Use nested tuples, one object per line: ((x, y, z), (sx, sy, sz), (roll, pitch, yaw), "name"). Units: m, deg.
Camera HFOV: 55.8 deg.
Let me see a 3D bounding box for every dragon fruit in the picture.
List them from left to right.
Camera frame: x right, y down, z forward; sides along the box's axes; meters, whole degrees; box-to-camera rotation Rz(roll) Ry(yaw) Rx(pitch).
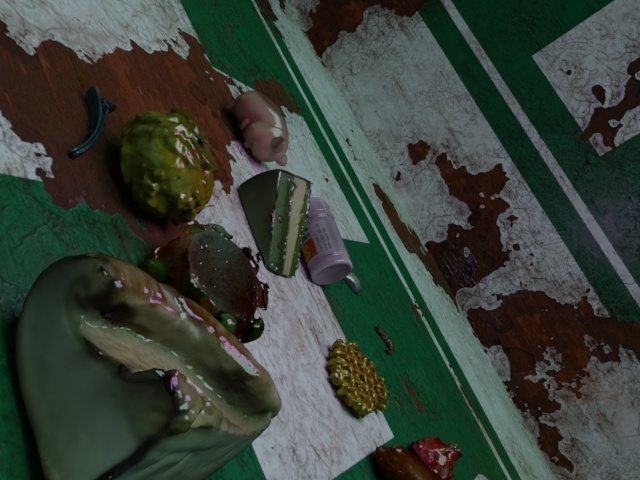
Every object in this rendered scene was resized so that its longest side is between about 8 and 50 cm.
((-0.218, 0.091, 1.201), (0.268, 0.130, 0.295), (45, 23, -30), "dragon fruit")
((0.337, 0.603, 1.712), (0.153, 0.110, 0.153), (53, -8, 11), "dragon fruit")

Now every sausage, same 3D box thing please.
((0.251, 0.622, 1.555), (0.330, 0.102, 0.102), (46, 23, -30), "sausage")

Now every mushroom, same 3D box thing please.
((-0.238, 0.212, 0.922), (0.314, 0.224, 0.397), (51, 8, 27), "mushroom")

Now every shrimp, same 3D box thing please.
((0.217, 0.336, 2.019), (0.114, 0.023, 0.083), (54, 22, -20), "shrimp")

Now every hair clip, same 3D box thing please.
((-0.468, -0.234, 1.242), (0.070, 0.039, 0.230), (44, 25, -36), "hair clip")

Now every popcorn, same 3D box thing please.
((-0.308, -0.170, 1.293), (0.233, 0.192, 0.266), (47, 38, -42), "popcorn")

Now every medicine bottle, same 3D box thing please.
((0.000, 0.000, 1.850), (0.133, 0.133, 0.250), (29, 35, -53), "medicine bottle")

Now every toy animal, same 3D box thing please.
((-0.185, -0.363, 1.933), (0.250, 0.154, 0.166), (64, 12, 10), "toy animal")

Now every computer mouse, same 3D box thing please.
((0.108, 0.131, 2.054), (0.110, 0.032, 0.056), (51, 20, -17), "computer mouse")

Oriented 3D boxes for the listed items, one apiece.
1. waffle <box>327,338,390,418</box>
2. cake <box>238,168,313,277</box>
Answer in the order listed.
((0.105, 0.383, 1.636), (0.249, 0.056, 0.253), (53, 18, -9), "waffle")
((-0.143, -0.043, 1.704), (0.158, 0.172, 0.284), (18, 76, -51), "cake")
